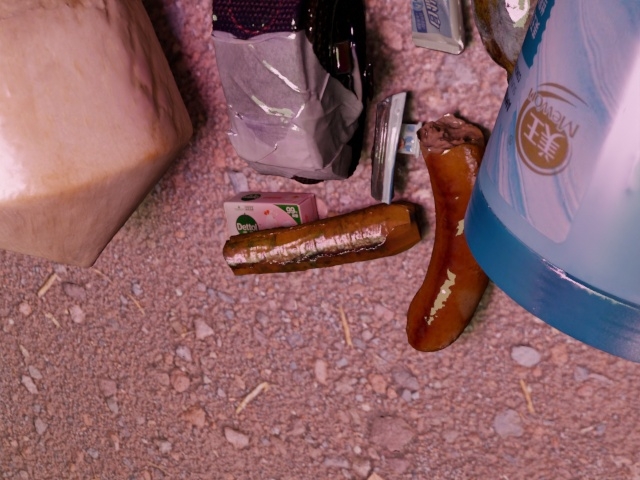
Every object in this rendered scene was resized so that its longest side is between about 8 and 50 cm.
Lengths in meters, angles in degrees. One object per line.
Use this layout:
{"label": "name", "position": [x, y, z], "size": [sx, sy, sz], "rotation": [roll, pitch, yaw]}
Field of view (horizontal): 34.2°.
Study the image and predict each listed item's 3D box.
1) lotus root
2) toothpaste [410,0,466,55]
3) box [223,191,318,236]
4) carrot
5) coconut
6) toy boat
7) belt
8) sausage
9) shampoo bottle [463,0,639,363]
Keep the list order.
{"label": "lotus root", "position": [0.213, -0.241, 1.096], "size": [0.113, 0.088, 0.192], "rotation": [24, 129, 58]}
{"label": "toothpaste", "position": [0.122, -0.337, 1.138], "size": [0.069, 0.047, 0.268], "rotation": [2, 118, 17]}
{"label": "box", "position": [-0.063, -0.017, 1.409], "size": [0.125, 0.043, 0.089], "rotation": [1, 113, 31]}
{"label": "carrot", "position": [0.000, 0.000, 1.325], "size": [0.260, 0.070, 0.070], "rotation": [-9, 109, 16]}
{"label": "coconut", "position": [-0.367, -0.153, 1.319], "size": [0.344, 0.415, 0.415], "rotation": [9, 122, 62]}
{"label": "toy boat", "position": [0.095, -0.111, 1.259], "size": [0.066, 0.059, 0.140], "rotation": [3, 112, 0]}
{"label": "belt", "position": [-0.017, -0.199, 1.206], "size": [0.164, 0.184, 0.289], "rotation": [8, 122, 23]}
{"label": "sausage", "position": [0.159, 0.000, 1.250], "size": [0.102, 0.076, 0.302], "rotation": [2, 114, 2]}
{"label": "shampoo bottle", "position": [0.334, -0.115, 0.931], "size": [0.331, 0.331, 0.343], "rotation": [27, 123, 19]}
